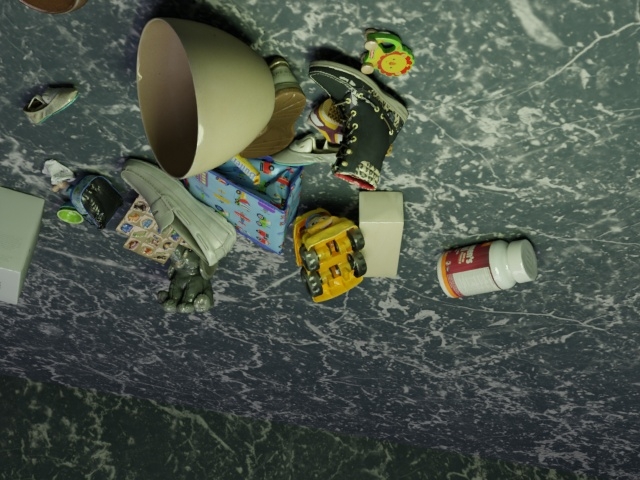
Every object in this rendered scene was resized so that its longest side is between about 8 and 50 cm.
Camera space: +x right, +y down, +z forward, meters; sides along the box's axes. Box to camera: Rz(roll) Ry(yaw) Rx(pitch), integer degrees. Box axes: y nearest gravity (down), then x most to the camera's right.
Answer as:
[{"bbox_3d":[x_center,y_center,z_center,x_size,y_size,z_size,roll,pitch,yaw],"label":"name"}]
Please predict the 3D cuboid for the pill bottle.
[{"bbox_3d":[0.407,0.066,2.030,0.221,0.121,0.121,-14,143,35],"label":"pill bottle"}]

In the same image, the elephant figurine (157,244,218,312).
[{"bbox_3d":[-0.355,0.073,2.253,0.169,0.240,0.186,1,180,-18],"label":"elephant figurine"}]

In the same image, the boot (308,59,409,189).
[{"bbox_3d":[0.053,-0.217,1.565,0.236,0.179,0.085,28,167,-33],"label":"boot"}]

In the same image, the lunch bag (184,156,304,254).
[{"bbox_3d":[-0.201,-0.112,1.905,0.293,0.138,0.221,19,153,4],"label":"lunch bag"}]

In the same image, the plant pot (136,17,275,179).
[{"bbox_3d":[-0.196,-0.267,1.516,0.191,0.284,0.284,-13,162,-30],"label":"plant pot"}]

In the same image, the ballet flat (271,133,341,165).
[{"bbox_3d":[0.001,-0.196,1.758,0.213,0.072,0.068,4,123,8],"label":"ballet flat"}]

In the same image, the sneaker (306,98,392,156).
[{"bbox_3d":[0.061,-0.222,1.688,0.185,0.070,0.084,31,153,-23],"label":"sneaker"}]

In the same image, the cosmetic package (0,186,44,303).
[{"bbox_3d":[-0.828,0.015,2.184,0.138,0.225,0.224,15,151,-15],"label":"cosmetic package"}]

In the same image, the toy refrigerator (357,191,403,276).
[{"bbox_3d":[0.140,-0.014,1.999,0.102,0.094,0.269,0,151,2],"label":"toy refrigerator"}]

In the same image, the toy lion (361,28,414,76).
[{"bbox_3d":[0.124,-0.335,1.502,0.096,0.034,0.100,2,150,-2],"label":"toy lion"}]

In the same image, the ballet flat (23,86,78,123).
[{"bbox_3d":[-0.575,-0.291,1.751,0.168,0.057,0.052,-19,130,40],"label":"ballet flat"}]

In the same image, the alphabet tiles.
[{"bbox_3d":[-0.388,-0.042,2.079,0.198,0.009,0.237,25,122,-26],"label":"alphabet tiles"}]

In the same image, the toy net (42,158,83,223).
[{"bbox_3d":[-0.622,-0.118,2.075,0.122,0.045,0.232,5,150,8],"label":"toy net"}]

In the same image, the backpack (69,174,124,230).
[{"bbox_3d":[-0.555,-0.102,2.027,0.084,0.105,0.114,14,148,36],"label":"backpack"}]

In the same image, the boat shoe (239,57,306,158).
[{"bbox_3d":[-0.102,-0.254,1.667,0.104,0.089,0.285,-8,161,-26],"label":"boat shoe"}]

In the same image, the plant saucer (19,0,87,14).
[{"bbox_3d":[-0.492,-0.457,1.462,0.168,0.029,0.168,8,150,4],"label":"plant saucer"}]

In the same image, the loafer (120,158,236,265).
[{"bbox_3d":[-0.342,-0.068,1.923,0.319,0.111,0.112,37,155,4],"label":"loafer"}]

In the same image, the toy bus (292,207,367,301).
[{"bbox_3d":[0.000,0.000,1.961,0.149,0.211,0.220,-23,143,-13],"label":"toy bus"}]

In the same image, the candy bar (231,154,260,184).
[{"bbox_3d":[-0.184,-0.181,1.792,0.161,0.018,0.040,45,151,14],"label":"candy bar"}]
